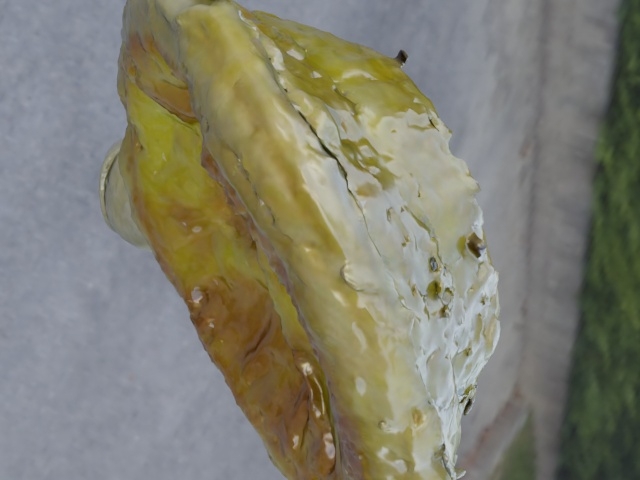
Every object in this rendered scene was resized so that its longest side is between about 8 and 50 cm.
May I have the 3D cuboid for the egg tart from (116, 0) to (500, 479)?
[{"bbox_3d":[0.001,0.001,0.713,0.132,0.341,0.341,-26,145,-17],"label":"egg tart"}]

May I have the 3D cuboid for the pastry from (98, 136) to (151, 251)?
[{"bbox_3d":[-0.121,-0.041,1.176,0.156,0.156,0.092,-26,132,-61],"label":"pastry"}]
